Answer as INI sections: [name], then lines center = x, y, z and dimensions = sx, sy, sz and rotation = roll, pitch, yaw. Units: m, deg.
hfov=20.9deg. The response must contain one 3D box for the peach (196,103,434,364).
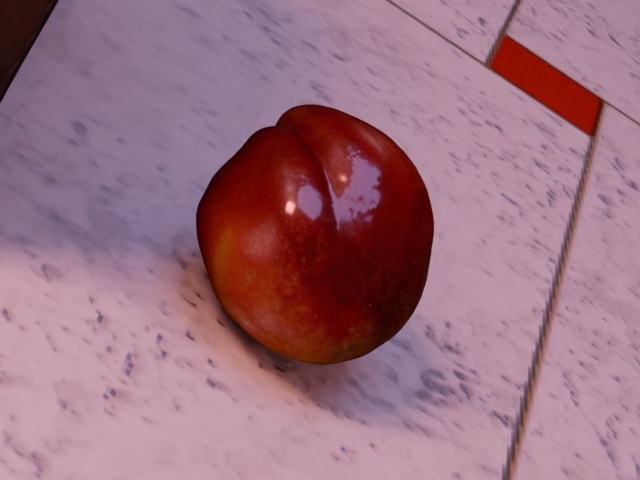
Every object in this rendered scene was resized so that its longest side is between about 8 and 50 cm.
[peach]
center = 0.002, 0.000, 0.689
dimensions = 0.101, 0.100, 0.100
rotation = 27, 26, -15

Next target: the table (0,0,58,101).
[table]
center = -0.147, -0.200, 0.679
dimensions = 0.196, 0.250, 0.282
rotation = 29, 25, -9
